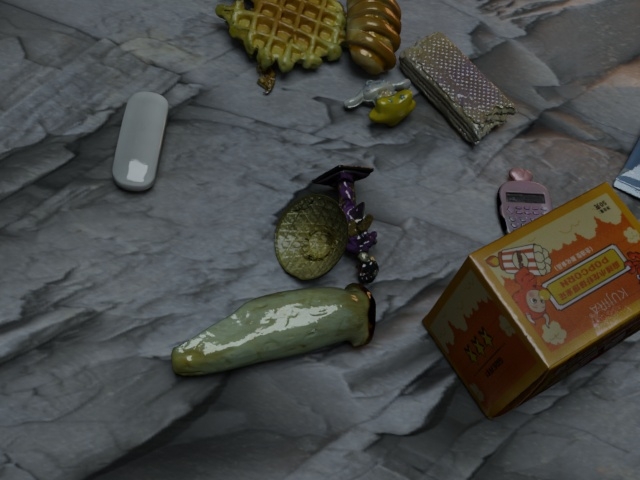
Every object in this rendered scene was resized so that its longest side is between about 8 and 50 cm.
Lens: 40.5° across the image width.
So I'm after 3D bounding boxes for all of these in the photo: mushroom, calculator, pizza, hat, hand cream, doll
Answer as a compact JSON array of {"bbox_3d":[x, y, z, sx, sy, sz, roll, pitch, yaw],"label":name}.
[{"bbox_3d":[-0.071,0.136,1.360,0.333,0.087,0.107,-9,65,-12],"label":"mushroom"},{"bbox_3d":[0.370,-0.056,1.572,0.103,0.024,0.166,3,64,-8],"label":"calculator"},{"bbox_3d":[-0.102,-0.310,1.627,0.037,0.016,0.083,2,61,-10],"label":"pizza"},{"bbox_3d":[0.000,0.000,1.459,0.145,0.067,0.146,-8,74,30],"label":"hat"},{"bbox_3d":[0.654,-0.190,1.679,0.091,0.058,0.271,28,66,9],"label":"hand cream"},{"bbox_3d":[0.124,-0.266,1.625,0.113,0.072,0.135,29,53,27],"label":"doll"}]

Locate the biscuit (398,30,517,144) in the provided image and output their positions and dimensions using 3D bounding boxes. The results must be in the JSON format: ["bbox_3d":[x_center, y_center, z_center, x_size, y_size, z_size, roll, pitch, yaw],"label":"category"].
[{"bbox_3d":[0.257,-0.291,1.656,0.108,0.062,0.239,-33,71,-21],"label":"biscuit"}]

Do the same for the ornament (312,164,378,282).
[{"bbox_3d":[0.064,-0.025,1.481,0.081,0.088,0.203,-8,75,-40],"label":"ornament"}]

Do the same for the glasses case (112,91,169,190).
[{"bbox_3d":[-0.309,-0.173,1.499,0.076,0.049,0.197,7,61,-6],"label":"glasses case"}]

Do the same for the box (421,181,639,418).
[{"bbox_3d":[0.353,0.101,1.351,0.283,0.260,0.214,-27,72,-21],"label":"box"}]

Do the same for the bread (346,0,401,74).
[{"bbox_3d":[0.105,-0.402,1.660,0.119,0.084,0.177,30,54,-44],"label":"bread"}]

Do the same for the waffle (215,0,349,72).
[{"bbox_3d":[-0.065,-0.437,1.671,0.250,0.056,0.261,-26,69,-27],"label":"waffle"}]
